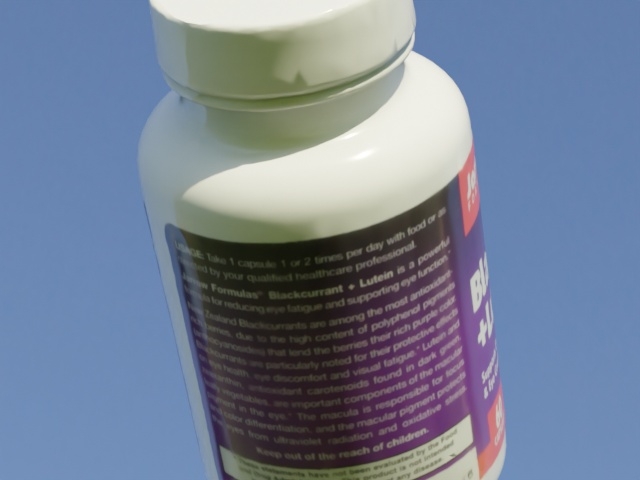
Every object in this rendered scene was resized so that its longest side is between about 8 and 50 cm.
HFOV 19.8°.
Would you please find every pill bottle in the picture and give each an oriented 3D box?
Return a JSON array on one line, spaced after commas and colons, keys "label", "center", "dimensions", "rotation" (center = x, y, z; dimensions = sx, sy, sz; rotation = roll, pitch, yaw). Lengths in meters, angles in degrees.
[{"label": "pill bottle", "center": [0.000, 0.000, 0.600], "dimensions": [0.108, 0.108, 0.194], "rotation": [-7, -59, 5]}]
